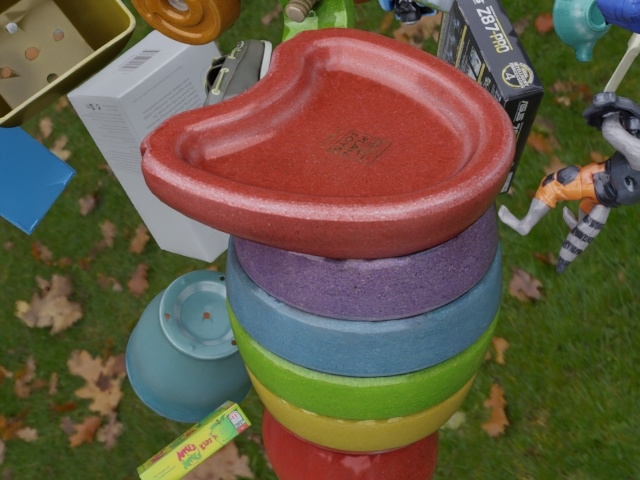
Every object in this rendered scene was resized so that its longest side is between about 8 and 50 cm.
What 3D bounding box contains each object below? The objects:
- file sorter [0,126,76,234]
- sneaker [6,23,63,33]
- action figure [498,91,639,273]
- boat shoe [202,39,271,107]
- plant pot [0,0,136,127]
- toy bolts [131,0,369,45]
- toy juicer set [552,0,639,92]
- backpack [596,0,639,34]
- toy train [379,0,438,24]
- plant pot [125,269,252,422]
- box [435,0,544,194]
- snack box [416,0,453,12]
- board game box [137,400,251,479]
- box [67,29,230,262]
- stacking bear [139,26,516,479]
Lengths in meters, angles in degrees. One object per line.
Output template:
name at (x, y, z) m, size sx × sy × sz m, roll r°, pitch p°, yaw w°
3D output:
file sorter at (-0.478, -0.111, 1.395) m, size 0.104 × 0.170 × 0.118 m, roll 19°, pitch 72°, yaw 51°
sneaker at (-0.465, -0.373, 1.597) m, size 0.061 × 0.152 × 0.053 m, roll -24°, pitch 84°, yaw 35°
action figure at (0.503, -0.087, 1.498) m, size 0.330 × 0.341 × 0.178 m, roll -37°, pitch 50°, yaw 43°
boat shoe at (-0.127, -0.240, 1.421) m, size 0.305 × 0.091 × 0.109 m, roll -98°, pitch 24°, yaw -61°
plant pot at (-0.379, -0.265, 1.199) m, size 0.212 × 0.187 × 0.212 m, roll -39°, pitch 91°, yaw -12°
toy bolts at (-0.060, -0.281, 0.764) m, size 0.218 × 0.228 × 0.158 m, roll 7°, pitch 56°, yaw 31°
toy juicer set at (0.518, -0.447, 1.754) m, size 0.209 × 0.329 × 0.089 m, roll -42°, pitch 29°, yaw -9°
backpack at (0.443, -0.347, 1.308) m, size 0.101 × 0.120 × 0.098 m, roll 24°, pitch 97°, yaw 31°
toy train at (0.122, -0.390, 1.285) m, size 0.080 × 0.105 × 0.184 m, roll 1°, pitch 110°, yaw 33°
plant pot at (-0.235, 0.191, 1.851) m, size 0.272 × 0.255 × 0.271 m, roll 7°, pitch 61°, yaw -13°
box at (0.337, -0.315, 2.003) m, size 0.097 × 0.395 × 0.318 m, roll -17°, pitch 63°, yaw -8°
snack box at (0.123, -0.297, 0.913) m, size 0.141 × 0.037 × 0.100 m, roll -66°, pitch 20°, yaw 14°
board game box at (-0.200, 0.325, 1.483) m, size 0.181 × 0.092 × 0.043 m, roll -35°, pitch 93°, yaw -15°
box at (-0.242, -0.167, 1.660) m, size 0.168 × 0.345 × 0.215 m, roll 12°, pitch 47°, yaw 46°
stacking bear at (0.019, 0.053, 0.552) m, size 0.164 × 0.289 × 0.175 m, roll 22°, pitch 44°, yaw 26°
